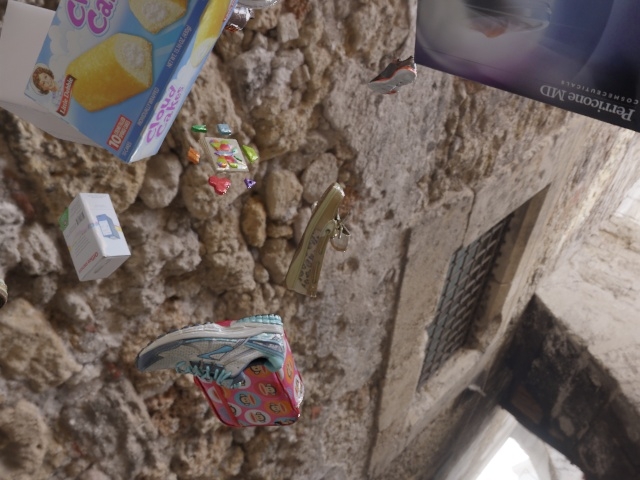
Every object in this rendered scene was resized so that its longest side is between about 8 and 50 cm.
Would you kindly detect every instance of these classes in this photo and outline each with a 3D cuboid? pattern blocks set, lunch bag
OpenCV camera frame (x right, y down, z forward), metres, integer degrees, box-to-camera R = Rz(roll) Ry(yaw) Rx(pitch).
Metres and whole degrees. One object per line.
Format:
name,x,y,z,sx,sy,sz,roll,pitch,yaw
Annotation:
pattern blocks set,-0.364,-0.321,1.718,0.325,0.285,0.026,54,-46,15
lunch bag,-0.190,0.321,1.088,0.257,0.120,0.293,-7,-57,15

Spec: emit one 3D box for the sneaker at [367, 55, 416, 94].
sneaker,0.181,-0.409,1.118,0.157,0.061,0.065,2,-105,54

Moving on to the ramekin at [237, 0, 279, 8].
ramekin,-0.198,-0.813,1.308,0.127,0.272,0.273,-99,-178,-57

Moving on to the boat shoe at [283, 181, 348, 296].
boat shoe,0.000,0.000,1.077,0.089,0.105,0.286,24,-69,-2

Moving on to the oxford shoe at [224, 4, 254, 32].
oxford shoe,-0.296,-0.726,1.488,0.096,0.271,0.099,11,-43,32

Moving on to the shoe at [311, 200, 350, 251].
shoe,0.035,-0.059,1.401,0.219,0.076,0.058,58,-35,39

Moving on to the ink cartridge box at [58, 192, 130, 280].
ink cartridge box,-0.662,-0.009,1.325,0.154,0.093,0.213,-35,-107,31

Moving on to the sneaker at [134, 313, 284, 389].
sneaker,-0.194,0.219,0.849,0.110,0.282,0.122,126,-48,-58

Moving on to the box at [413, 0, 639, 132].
box,0.269,-0.316,0.470,0.296,0.182,0.294,33,-31,33

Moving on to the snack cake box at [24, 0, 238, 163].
snack cake box,-0.223,-0.249,0.551,0.152,0.089,0.264,34,-71,-6

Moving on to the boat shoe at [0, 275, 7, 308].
boat shoe,-0.646,0.131,0.813,0.072,0.189,0.068,52,-8,45

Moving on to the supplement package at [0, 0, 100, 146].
supplement package,-0.471,-0.298,0.895,0.293,0.177,0.176,-177,-82,-79
